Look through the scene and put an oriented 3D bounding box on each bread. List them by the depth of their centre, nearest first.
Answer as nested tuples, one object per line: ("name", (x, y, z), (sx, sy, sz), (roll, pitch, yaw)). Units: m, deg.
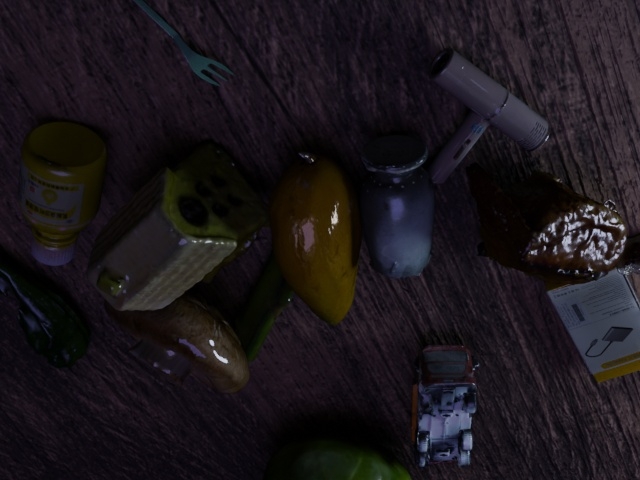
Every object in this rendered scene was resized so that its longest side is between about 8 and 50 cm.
("bread", (0.498, 0.021, 1.685), (0.083, 0.070, 0.035), (-13, 128, 19))

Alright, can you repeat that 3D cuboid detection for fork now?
("fork", (-0.212, -0.287, 1.476), (0.039, 0.021, 0.235), (-36, 121, 24))

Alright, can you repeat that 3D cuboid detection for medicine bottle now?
("medicine bottle", (-0.388, -0.060, 1.609), (0.121, 0.122, 0.212), (12, 129, -8))

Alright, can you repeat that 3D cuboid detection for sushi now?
("sushi", (0.332, -0.014, 1.608), (0.296, 0.179, 0.167), (5, 111, -32))

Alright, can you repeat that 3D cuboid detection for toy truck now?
("toy truck", (0.214, 0.295, 1.890), (0.114, 0.135, 0.270), (-2, 135, 0))

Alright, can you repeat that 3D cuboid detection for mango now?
("mango", (0.000, 0.000, 1.612), (0.119, 0.176, 0.317), (4, 135, 21))

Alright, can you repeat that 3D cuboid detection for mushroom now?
("mushroom", (-0.218, 0.156, 1.727), (0.278, 0.146, 0.278), (31, 166, 9))

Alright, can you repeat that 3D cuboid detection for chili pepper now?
("chili pepper", (-0.473, 0.114, 1.789), (0.099, 0.083, 0.253), (-19, 124, 29))

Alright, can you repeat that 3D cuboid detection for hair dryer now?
("hair dryer", (0.185, -0.154, 1.567), (0.195, 0.054, 0.220), (33, 130, -23))

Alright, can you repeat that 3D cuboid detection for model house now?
("model house", (-0.209, 0.000, 1.558), (0.193, 0.234, 0.175), (-38, 97, 31))

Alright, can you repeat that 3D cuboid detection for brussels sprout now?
("brussels sprout", (0.035, 0.521, 1.992), (0.289, 0.281, 0.355), (2, 140, 1))

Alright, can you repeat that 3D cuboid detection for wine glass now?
("wine glass", (0.113, -0.049, 1.590), (0.111, 0.111, 0.204), (-4, 123, 5))

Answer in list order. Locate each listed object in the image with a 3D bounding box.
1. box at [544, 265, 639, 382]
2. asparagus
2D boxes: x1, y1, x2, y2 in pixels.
("box", (0.475, 0.135, 1.805), (0.129, 0.033, 0.247), (-21, 126, 18))
("asparagus", (-0.088, 0.100, 1.776), (0.067, 0.060, 0.278), (29, 130, -2))
